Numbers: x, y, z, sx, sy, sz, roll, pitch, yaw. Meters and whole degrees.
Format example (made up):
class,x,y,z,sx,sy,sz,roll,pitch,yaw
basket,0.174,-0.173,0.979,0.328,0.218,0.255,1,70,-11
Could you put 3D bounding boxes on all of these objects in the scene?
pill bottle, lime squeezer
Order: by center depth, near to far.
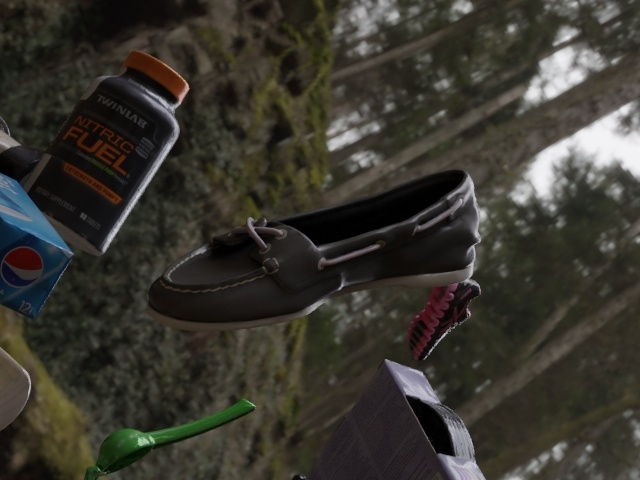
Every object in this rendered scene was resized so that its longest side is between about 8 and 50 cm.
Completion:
class,x,y,z,sx,sy,sz,roll,pitch,yaw
lime squeezer,-0.189,0.258,1.291,0.110,0.310,0.059,41,-33,-13
pill bottle,-0.263,-0.115,1.636,0.130,0.245,0.130,30,-11,6

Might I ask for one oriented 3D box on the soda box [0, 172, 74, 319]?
class,x,y,z,sx,sy,sz,roll,pitch,yaw
soda box,-0.287,-0.009,1.146,0.067,0.071,0.210,-58,-148,3

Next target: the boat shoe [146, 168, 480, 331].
class,x,y,z,sx,sy,sz,roll,pitch,yaw
boat shoe,0.000,0.000,1.126,0.112,0.335,0.095,26,-61,49

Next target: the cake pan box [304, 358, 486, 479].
class,x,y,z,sx,sy,sz,roll,pitch,yaw
cake pan box,0.077,0.309,1.552,0.267,0.070,0.246,-59,-146,19

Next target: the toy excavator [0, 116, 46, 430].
class,x,y,z,sx,sy,sz,roll,pitch,yaw
toy excavator,-0.514,0.041,1.786,0.222,0.433,0.445,34,-83,36

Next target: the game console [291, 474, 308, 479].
class,x,y,z,sx,sy,sz,roll,pitch,yaw
game console,-0.021,0.530,2.079,0.250,0.173,0.293,26,-88,42

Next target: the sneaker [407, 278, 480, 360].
class,x,y,z,sx,sy,sz,roll,pitch,yaw
sneaker,0.139,0.088,1.463,0.119,0.057,0.047,-63,-151,25
